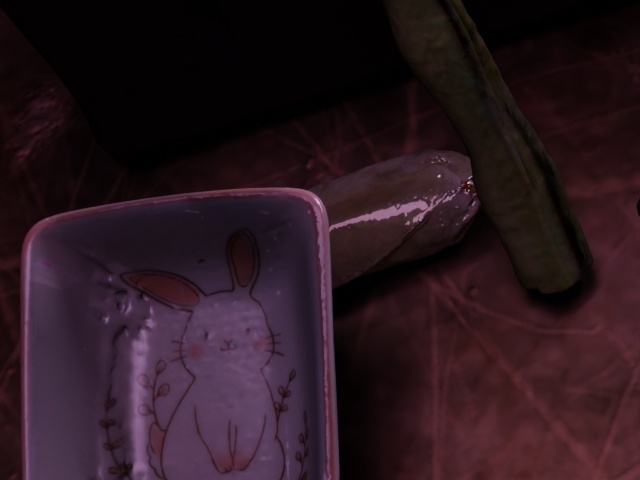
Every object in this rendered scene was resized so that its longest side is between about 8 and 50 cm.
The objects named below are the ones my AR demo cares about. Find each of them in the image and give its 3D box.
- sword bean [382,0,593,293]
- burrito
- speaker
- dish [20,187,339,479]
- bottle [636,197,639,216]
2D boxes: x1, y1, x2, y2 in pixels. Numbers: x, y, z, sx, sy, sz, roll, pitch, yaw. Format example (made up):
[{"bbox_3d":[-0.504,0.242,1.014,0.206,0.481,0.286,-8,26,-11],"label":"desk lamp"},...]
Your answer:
[{"bbox_3d":[0.051,-0.095,0.866,0.038,0.269,0.043,-21,18,33],"label":"sword bean"},{"bbox_3d":[0.000,0.000,0.932,0.188,0.045,0.058,-19,70,5],"label":"burrito"},{"bbox_3d":[-0.020,-0.194,0.979,0.388,0.180,0.184,-18,51,10],"label":"speaker"},{"bbox_3d":[-0.057,0.099,0.871,0.154,0.064,0.234,-5,77,17],"label":"dish"},{"bbox_3d":[0.205,-0.115,0.887,0.082,0.072,0.244,-2,70,41],"label":"bottle"}]
